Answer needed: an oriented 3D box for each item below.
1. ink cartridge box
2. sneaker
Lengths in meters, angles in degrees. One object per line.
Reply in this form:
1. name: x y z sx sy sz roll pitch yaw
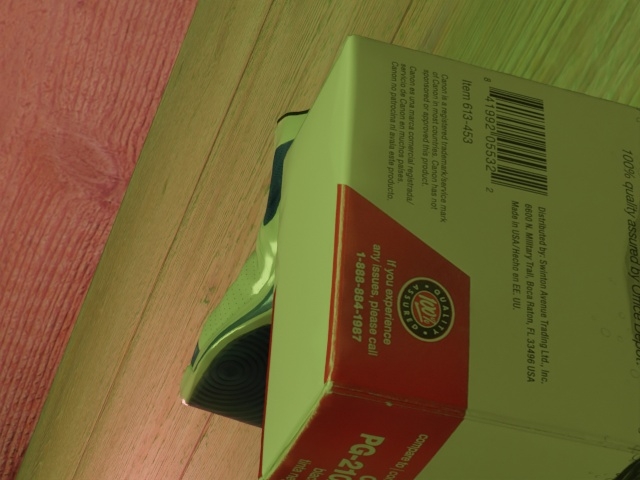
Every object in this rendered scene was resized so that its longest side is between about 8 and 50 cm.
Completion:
1. ink cartridge box: 0.105 0.031 0.678 0.100 0.237 0.172 121 158 -53
2. sneaker: 0.000 -0.001 1.337 0.315 0.127 0.182 -60 17 27
